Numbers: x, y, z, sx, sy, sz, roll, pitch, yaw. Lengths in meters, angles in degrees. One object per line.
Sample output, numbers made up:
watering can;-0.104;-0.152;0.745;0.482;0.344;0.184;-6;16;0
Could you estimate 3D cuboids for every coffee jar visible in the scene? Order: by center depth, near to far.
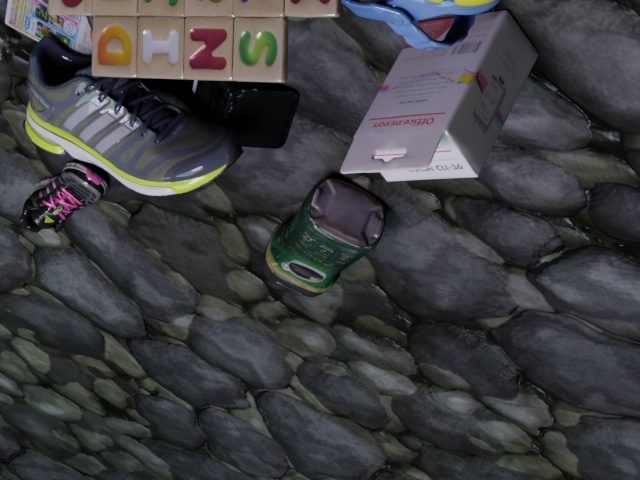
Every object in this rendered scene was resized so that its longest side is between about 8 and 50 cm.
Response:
coffee jar;0.000;0.000;2.188;0.096;0.079;0.184;26;152;-11

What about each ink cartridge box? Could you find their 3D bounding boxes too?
ink cartridge box;0.112;-0.121;1.772;0.115;0.198;0.067;-2;139;43

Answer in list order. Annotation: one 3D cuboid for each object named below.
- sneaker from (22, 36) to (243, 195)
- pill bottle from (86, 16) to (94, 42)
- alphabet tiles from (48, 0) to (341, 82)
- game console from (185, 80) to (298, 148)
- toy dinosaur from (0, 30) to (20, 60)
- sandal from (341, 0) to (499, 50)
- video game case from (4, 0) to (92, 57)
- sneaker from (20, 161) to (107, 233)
sneaker;-0.219;-0.140;2.079;0.300;0.111;0.121;17;136;27
pill bottle;-0.158;-0.254;1.869;0.130;0.130;0.246;33;151;-7
alphabet tiles;-0.120;-0.288;1.692;0.343;0.285;0.011;5;-173;36
game console;-0.090;-0.158;2.085;0.107;0.071;0.122;54;156;17
toy dinosaur;-0.428;-0.243;2.200;0.118;0.064;0.268;43;145;-12
sandal;0.028;-0.255;1.721;0.317;0.126;0.138;22;155;15
video game case;-0.282;-0.254;2.093;0.143;0.019;0.157;29;152;0
sneaker;-0.334;-0.048;2.409;0.063;0.074;0.170;42;149;-22
